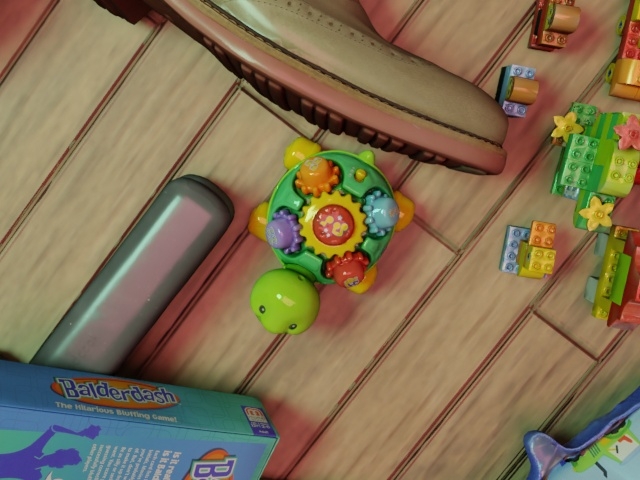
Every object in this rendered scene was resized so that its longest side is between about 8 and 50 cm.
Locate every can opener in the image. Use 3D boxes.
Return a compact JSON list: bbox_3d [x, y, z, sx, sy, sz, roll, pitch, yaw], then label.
[{"bbox_3d":[-0.173,0.063,0.505,0.095,0.076,0.283,38,95,-6],"label":"can opener"}]

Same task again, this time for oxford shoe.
[{"bbox_3d":[-0.026,-0.155,0.455,0.348,0.123,0.130,30,91,-6],"label":"oxford shoe"}]

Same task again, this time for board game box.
[{"bbox_3d":[-0.150,0.158,0.479,0.210,0.047,0.160,16,107,-30],"label":"board game box"}]

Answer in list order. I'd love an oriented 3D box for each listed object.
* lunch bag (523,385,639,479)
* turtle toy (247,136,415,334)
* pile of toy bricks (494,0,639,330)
[{"bbox_3d":[0.223,0.236,0.475,0.221,0.138,0.293,-39,75,-4],"label":"lunch bag"},{"bbox_3d":[0.000,0.000,0.503,0.095,0.066,0.130,29,97,-5],"label":"turtle toy"},{"bbox_3d":[0.169,-0.054,0.478,0.118,0.105,0.212,9,98,-2],"label":"pile of toy bricks"}]
